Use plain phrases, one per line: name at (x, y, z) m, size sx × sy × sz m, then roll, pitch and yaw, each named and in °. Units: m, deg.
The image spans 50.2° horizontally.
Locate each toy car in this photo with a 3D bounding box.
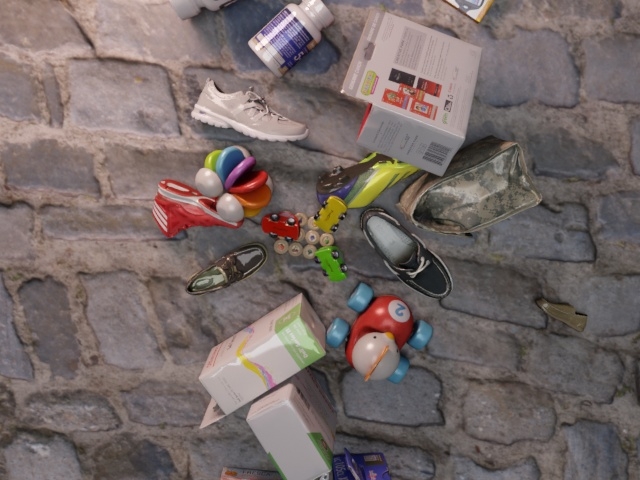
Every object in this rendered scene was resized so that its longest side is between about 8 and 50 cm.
toy car at (0.144, 0.249, 1.633) m, size 0.219 × 0.238 × 0.210 m, roll 32°, pitch 99°, yaw -5°
toy car at (-0.188, -0.143, 1.596) m, size 0.182 × 0.136 × 0.159 m, roll 51°, pitch 55°, yaw -7°
toy car at (0.000, 0.000, 1.654) m, size 0.239 × 0.053 × 0.224 m, roll -15°, pitch 117°, yaw 31°

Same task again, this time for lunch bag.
lunch bag at (0.322, -0.108, 1.566) m, size 0.287 × 0.235 × 0.168 m, roll -25°, pitch 102°, yaw 5°

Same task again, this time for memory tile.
memory tile at (-0.038, -0.011, 1.704) m, size 0.148 × 0.012 × 0.113 m, roll 11°, pitch 100°, yaw 0°

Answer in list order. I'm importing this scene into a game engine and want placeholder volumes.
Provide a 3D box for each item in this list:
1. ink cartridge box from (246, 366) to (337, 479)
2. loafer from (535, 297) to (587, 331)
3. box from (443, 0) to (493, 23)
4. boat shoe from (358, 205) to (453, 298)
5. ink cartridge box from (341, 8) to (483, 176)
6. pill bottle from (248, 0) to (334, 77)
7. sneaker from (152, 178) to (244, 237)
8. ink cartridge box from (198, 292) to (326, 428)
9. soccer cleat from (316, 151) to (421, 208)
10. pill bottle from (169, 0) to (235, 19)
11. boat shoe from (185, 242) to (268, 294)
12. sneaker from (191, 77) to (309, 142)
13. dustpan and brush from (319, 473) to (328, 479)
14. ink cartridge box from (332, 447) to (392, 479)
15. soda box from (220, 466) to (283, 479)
ink cartridge box at (-0.061, 0.426, 1.650) m, size 0.117 × 0.278 × 0.201 m, roll -29°, pitch 98°, yaw 9°
loafer at (0.604, 0.176, 1.706) m, size 0.148 × 0.056 × 0.050 m, roll 28°, pitch 99°, yaw -14°
box at (0.335, -0.577, 1.587) m, size 0.136 × 0.028 × 0.081 m, roll 31°, pitch 100°, yaw -6°
boat shoe at (0.208, 0.040, 1.668) m, size 0.303 × 0.091 × 0.114 m, roll 40°, pitch 99°, yaw -6°
ink cartridge box at (0.189, -0.332, 1.495) m, size 0.272 × 0.309 × 0.130 m, roll 21°, pitch 144°, yaw -2°
pill bottle at (-0.064, -0.475, 1.570) m, size 0.187 × 0.112 × 0.112 m, roll -41°, pitch 97°, yaw 8°
sneaker at (-0.307, -0.055, 1.681) m, size 0.221 × 0.087 × 0.128 m, roll 25°, pitch 117°, yaw -4°
ink cartridge box at (-0.164, 0.288, 1.660) m, size 0.354 × 0.207 × 0.119 m, roll -33°, pitch 99°, yaw 6°
soccer cleat at (0.131, -0.146, 1.653) m, size 0.289 × 0.093 × 0.121 m, roll -20°, pitch 130°, yaw 0°
pill bottle at (-0.212, -0.616, 1.523) m, size 0.283 × 0.161 × 0.161 m, roll -24°, pitch 99°, yaw 5°
boat shoe at (-0.233, 0.080, 1.692) m, size 0.224 × 0.073 × 0.080 m, roll -26°, pitch 99°, yaw 6°
sneaker at (-0.159, -0.303, 1.606) m, size 0.282 × 0.105 × 0.115 m, roll 15°, pitch 100°, yaw -1°
dustpan and brush at (-0.020, 0.691, 1.805) m, size 0.147 × 0.060 × 0.211 m, roll 20°, pitch 100°, yaw -3°
ink cartridge box at (0.115, 0.716, 1.701) m, size 0.151 × 0.270 × 0.395 m, roll -3°, pitch 100°, yaw -4°
soda box at (-0.172, 0.645, 1.801) m, size 0.183 × 0.058 × 0.062 m, roll 6°, pitch 100°, yaw 1°
